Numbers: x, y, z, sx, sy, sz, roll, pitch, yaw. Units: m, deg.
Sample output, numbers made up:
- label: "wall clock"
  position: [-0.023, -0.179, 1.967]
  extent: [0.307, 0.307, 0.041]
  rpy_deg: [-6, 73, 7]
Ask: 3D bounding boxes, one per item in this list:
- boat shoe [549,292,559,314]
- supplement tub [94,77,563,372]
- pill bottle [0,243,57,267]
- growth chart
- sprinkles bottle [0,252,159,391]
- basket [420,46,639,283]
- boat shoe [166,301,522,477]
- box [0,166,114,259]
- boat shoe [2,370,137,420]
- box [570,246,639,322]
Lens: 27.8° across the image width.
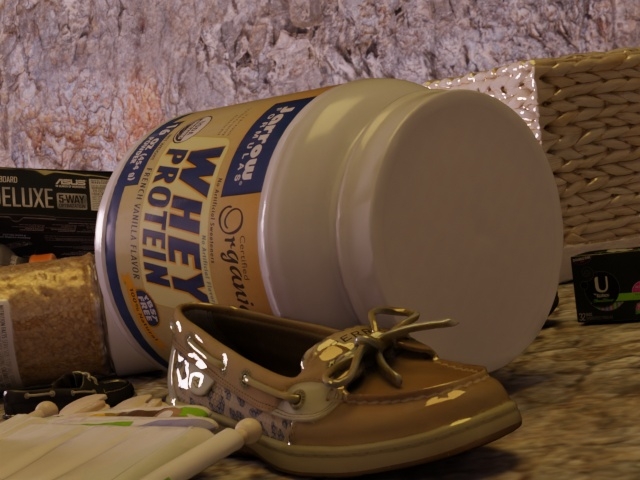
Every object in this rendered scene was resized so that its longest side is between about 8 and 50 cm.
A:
- label: "boat shoe"
  position: [0.053, 0.034, 1.202]
  extent: [0.324, 0.120, 0.122]
  rpy_deg: [-7, 3, 3]
- label: "supplement tub"
  position: [0.000, 0.000, 0.977]
  extent: [0.228, 0.228, 0.316]
  rpy_deg: [-11, 4, -41]
- label: "pill bottle"
  position: [-0.415, 0.073, 1.458]
  extent: [0.245, 0.130, 0.130]
  rpy_deg: [-8, 4, -4]
- label: "growth chart"
  position: [-0.148, 0.127, 0.763]
  extent: [0.237, 0.021, 0.172]
  rpy_deg: [-5, 12, 43]
- label: "sprinkles bottle"
  position: [-0.320, 0.084, 1.172]
  extent: [0.355, 0.121, 0.121]
  rpy_deg: [-8, 4, -7]
- label: "basket"
  position: [0.328, -0.100, 1.644]
  extent: [0.331, 0.266, 0.328]
  rpy_deg: [-11, 5, -21]
- label: "boat shoe"
  position: [-0.006, 0.083, 0.777]
  extent: [0.104, 0.089, 0.285]
  rpy_deg: [-11, 5, -44]
- label: "box"
  position: [-0.383, 0.009, 1.564]
  extent: [0.307, 0.076, 0.242]
  rpy_deg: [1, -33, -20]
- label: "boat shoe"
  position: [-0.192, 0.119, 0.996]
  extent: [0.046, 0.038, 0.125]
  rpy_deg: [-4, 5, 41]
- label: "box"
  position: [0.271, 0.038, 1.144]
  extent: [0.083, 0.062, 0.052]
  rpy_deg: [-6, 2, 27]
